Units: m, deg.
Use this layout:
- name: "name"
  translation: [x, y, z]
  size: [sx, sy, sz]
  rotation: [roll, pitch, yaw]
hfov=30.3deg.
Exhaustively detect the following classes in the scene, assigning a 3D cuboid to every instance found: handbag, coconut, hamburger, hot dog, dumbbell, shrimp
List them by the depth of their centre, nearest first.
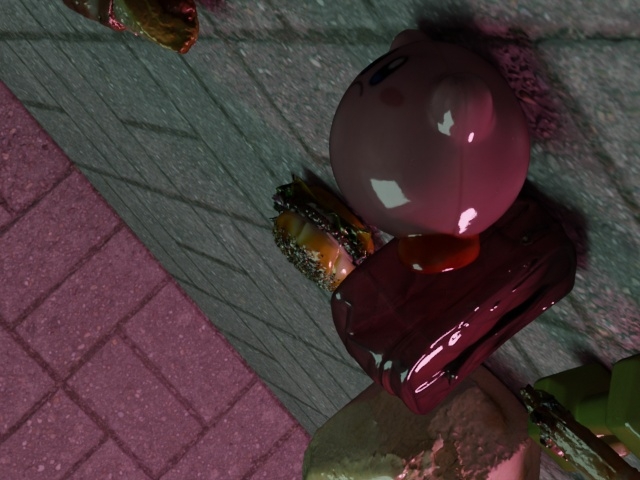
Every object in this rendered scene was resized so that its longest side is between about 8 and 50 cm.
- name: "handbag"
  translation: [0.125, 0.049, 1.097]
  size: [0.135, 0.225, 0.146]
  rotation: [48, 169, 26]
- name: "shrimp"
  translation: [0.252, 0.207, 1.112]
  size: [0.184, 0.043, 0.091]
  rotation: [46, 169, -3]
- name: "dumbbell"
  translation: [0.302, 0.171, 1.179]
  size: [0.302, 0.121, 0.108]
  rotation: [128, 126, -77]
- name: "hot dog"
  translation: [-0.226, -0.296, 1.373]
  size: [0.261, 0.123, 0.093]
  rotation: [27, 117, 29]
- name: "hamburger"
  translation: [-0.002, -0.001, 1.586]
  size: [0.189, 0.093, 0.164]
  rotation: [39, 165, 31]
- name: "coconut"
  translation: [0.156, 0.315, 1.624]
  size: [0.297, 0.309, 0.297]
  rotation: [21, 126, 33]

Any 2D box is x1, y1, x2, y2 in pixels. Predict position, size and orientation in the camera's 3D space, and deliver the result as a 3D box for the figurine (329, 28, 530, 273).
- name: "figurine"
  translation: [0.089, -0.080, 0.972]
  size: [0.173, 0.173, 0.173]
  rotation: [42, 165, 14]
